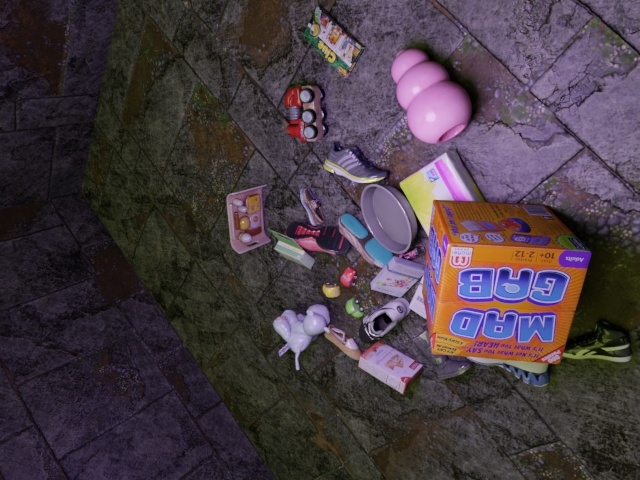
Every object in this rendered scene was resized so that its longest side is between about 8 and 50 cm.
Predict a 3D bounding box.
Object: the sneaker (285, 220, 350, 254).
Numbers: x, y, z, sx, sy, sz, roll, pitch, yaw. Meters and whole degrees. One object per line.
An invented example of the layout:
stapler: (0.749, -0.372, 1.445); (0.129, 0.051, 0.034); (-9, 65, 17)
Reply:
sneaker: (0.000, -0.001, 2.081); (0.314, 0.115, 0.136); (17, 161, 25)

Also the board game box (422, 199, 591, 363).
board game box: (0.517, 0.106, 1.383); (0.357, 0.356, 0.355); (4, 115, 6)

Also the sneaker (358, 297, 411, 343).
sneaker: (0.240, 0.366, 1.982); (0.122, 0.146, 0.330); (49, 134, 13)

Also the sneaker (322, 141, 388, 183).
sneaker: (0.137, -0.307, 1.814); (0.300, 0.111, 0.121); (23, 118, 30)

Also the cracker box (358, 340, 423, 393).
cracker box: (0.303, 0.544, 1.991); (0.233, 0.156, 0.067); (26, 122, 31)

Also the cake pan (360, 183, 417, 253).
cake pan: (0.264, -0.090, 1.762); (0.293, 0.054, 0.293); (47, 153, 33)

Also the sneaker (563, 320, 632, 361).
sneaker: (0.860, 0.311, 1.462); (0.217, 0.079, 0.121); (-3, 102, 34)

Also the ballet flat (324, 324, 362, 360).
ballet flat: (0.113, 0.484, 2.191); (0.232, 0.080, 0.073); (31, 115, 28)

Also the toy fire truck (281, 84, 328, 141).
toy fire truck: (-0.098, -0.528, 1.916); (0.247, 0.158, 0.216); (5, 112, 29)

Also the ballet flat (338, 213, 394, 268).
ballet flat: (0.191, 0.017, 1.922); (0.316, 0.108, 0.106); (50, 153, 21)

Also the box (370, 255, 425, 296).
box: (0.309, 0.148, 1.837); (0.186, 0.145, 0.038); (-54, 27, 41)

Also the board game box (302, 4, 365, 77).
board game box: (0.047, -0.760, 1.753); (0.259, 0.030, 0.136); (49, 135, 15)

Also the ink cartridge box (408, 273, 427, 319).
ink cartridge box: (0.457, 0.205, 1.753); (0.160, 0.093, 0.219); (35, 127, 25)

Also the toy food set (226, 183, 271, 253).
toy food set: (-0.335, -0.109, 2.232); (0.093, 0.220, 0.305); (17, 118, 37)

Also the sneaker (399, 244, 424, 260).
sneaker: (0.356, 0.056, 1.805); (0.119, 0.057, 0.047); (-33, 83, 43)

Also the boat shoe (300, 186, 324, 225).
boat shoe: (-0.029, -0.158, 2.057); (0.066, 0.066, 0.183); (-11, 110, 39)

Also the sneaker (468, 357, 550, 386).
sneaker: (0.670, 0.366, 1.627); (0.316, 0.128, 0.182); (19, 116, 27)

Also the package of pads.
package of pads: (0.440, -0.135, 1.619); (0.229, 0.101, 0.296); (-33, 85, 44)

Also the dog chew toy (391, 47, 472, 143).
dog chew toy: (0.344, -0.483, 1.498); (0.207, 0.207, 0.331); (-41, 71, 43)

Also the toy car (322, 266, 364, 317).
toy car: (0.119, 0.262, 2.105); (0.239, 0.053, 0.224); (-39, 81, 44)

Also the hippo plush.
hippo plush: (-0.084, 0.403, 2.207); (0.234, 0.294, 0.236); (40, 122, 0)

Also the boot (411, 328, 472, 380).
boot: (0.487, 0.452, 1.858); (0.190, 0.076, 0.208); (-38, 75, 42)

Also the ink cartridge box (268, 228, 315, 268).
ink cartridge box: (-0.146, 0.042, 2.149); (0.171, 0.235, 0.056); (21, 76, 35)
